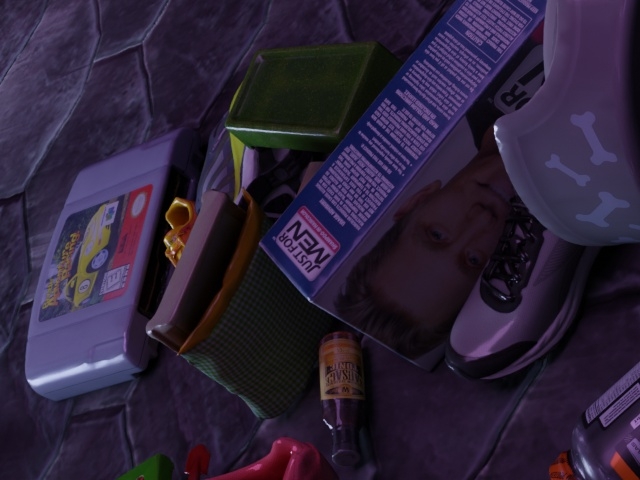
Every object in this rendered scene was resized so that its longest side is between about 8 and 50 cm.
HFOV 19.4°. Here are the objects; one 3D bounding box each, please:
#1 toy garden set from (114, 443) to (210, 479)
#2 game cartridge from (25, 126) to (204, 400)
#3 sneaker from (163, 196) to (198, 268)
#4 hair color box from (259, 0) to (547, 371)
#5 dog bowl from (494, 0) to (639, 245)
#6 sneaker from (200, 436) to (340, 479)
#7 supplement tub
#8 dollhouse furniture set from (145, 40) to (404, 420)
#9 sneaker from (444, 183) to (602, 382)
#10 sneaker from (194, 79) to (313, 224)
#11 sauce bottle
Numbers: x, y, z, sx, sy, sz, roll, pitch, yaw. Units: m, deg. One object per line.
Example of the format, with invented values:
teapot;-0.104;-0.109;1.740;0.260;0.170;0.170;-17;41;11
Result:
toy garden set;-0.138;0.306;1.714;0.204;0.049;0.244;-34;40;31
game cartridge;-0.230;0.026;2.042;0.196;0.060;0.294;-22;47;44
sneaker;-0.128;0.024;1.900;0.064;0.067;0.175;-58;29;26
hair color box;0.129;-0.072;1.582;0.347;0.174;0.105;-51;42;8
dog bowl;0.265;-0.159;1.367;0.102;0.349;0.349;13;73;40
sneaker;-0.119;0.263;1.555;0.314;0.136;0.116;-32;42;-8
supplement tub;0.260;0.132;1.317;0.190;0.117;0.117;-45;36;16
dollhouse furniture set;0.000;0.000;1.673;0.151;0.197;0.301;5;66;43
sneaker;0.181;-0.006;1.531;0.271;0.108;0.100;-55;37;4
sneaker;-0.067;-0.023;1.861;0.121;0.111;0.300;-45;31;42
sauce bottle;0.021;0.141;1.660;0.042;0.042;0.128;-34;43;29
